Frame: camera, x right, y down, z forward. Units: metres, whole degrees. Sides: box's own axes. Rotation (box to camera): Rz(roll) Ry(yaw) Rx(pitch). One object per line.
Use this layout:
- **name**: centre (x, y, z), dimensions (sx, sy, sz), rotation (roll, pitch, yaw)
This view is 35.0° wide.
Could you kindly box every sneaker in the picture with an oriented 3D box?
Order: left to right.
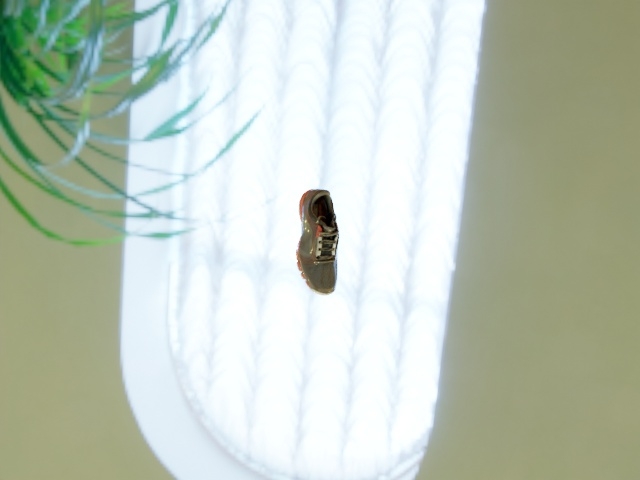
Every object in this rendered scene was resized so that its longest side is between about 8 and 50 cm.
- **sneaker**: centre (0.000, 0.000, 1.449), dimensions (0.061, 0.158, 0.065), rotation (-6, 175, -22)
